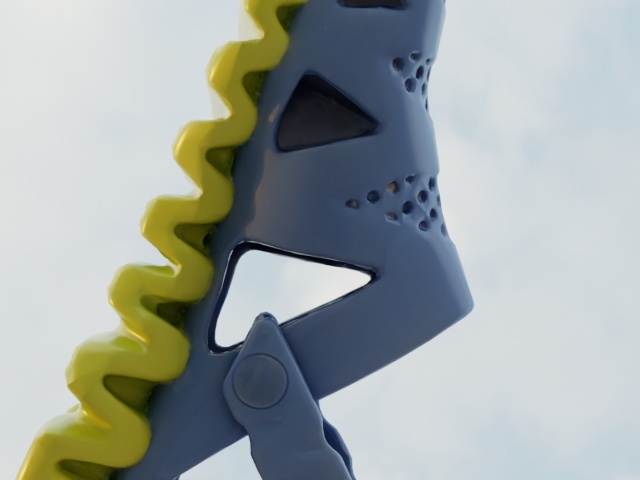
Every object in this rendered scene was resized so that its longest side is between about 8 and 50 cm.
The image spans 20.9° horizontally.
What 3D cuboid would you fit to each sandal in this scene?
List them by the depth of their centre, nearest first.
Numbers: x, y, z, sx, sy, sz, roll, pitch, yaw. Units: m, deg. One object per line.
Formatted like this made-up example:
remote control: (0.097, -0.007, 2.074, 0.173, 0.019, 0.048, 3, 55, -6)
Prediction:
sandal: (0.000, 0.000, 0.674, 0.138, 0.126, 0.317, 24, -85, 2)
